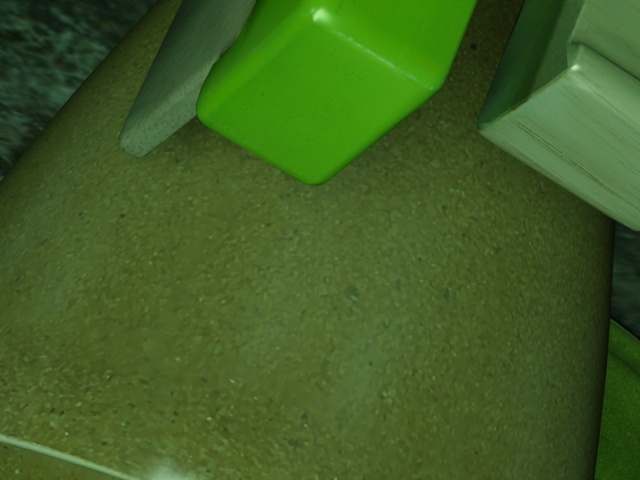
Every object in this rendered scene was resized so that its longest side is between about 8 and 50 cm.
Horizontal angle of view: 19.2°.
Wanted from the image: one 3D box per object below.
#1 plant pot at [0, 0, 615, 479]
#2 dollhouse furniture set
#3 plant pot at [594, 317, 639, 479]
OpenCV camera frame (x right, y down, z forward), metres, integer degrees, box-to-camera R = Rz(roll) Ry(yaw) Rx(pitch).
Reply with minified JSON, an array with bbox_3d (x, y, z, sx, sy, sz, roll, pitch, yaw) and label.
[{"bbox_3d":[0.000,0.000,0.625,0.237,0.254,0.237,19,159,8],"label":"plant pot"},{"bbox_3d":[0.116,-0.031,0.518,0.301,0.197,0.151,30,156,-17],"label":"dollhouse furniture set"},{"bbox_3d":[-0.023,0.211,1.005,0.366,0.353,0.366,19,159,8],"label":"plant pot"}]
